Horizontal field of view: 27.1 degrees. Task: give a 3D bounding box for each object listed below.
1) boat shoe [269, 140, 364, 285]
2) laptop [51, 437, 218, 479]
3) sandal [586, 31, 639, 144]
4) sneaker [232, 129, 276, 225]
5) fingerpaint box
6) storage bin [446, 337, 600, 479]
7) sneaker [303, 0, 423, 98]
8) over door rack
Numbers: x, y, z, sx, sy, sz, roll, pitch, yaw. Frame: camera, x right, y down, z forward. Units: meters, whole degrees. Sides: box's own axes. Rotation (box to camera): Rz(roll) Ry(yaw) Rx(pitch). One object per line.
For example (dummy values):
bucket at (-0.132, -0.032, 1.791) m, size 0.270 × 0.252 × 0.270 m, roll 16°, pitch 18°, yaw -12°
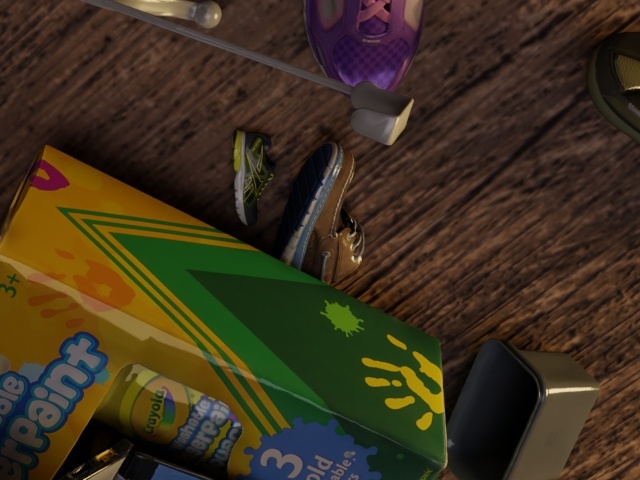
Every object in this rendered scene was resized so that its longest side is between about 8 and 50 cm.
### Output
boat shoe at (0.000, 0.000, 1.100) m, size 0.066 × 0.066 × 0.183 m, roll 14°, pitch 125°, yaw -14°
laptop at (-0.173, 0.364, 0.980) m, size 0.236 × 0.408 × 0.382 m, roll 41°, pitch 124°, yaw 16°
sandal at (0.319, -0.056, 1.068) m, size 0.303 × 0.120 × 0.086 m, roll 35°, pitch 138°, yaw -16°
sneaker at (-0.053, -0.050, 1.086) m, size 0.035 × 0.031 × 0.083 m, roll -3°, pitch 116°, yaw -1°
fingerpaint box at (-0.169, 0.202, 1.101) m, size 0.371 × 0.163 × 0.445 m, roll 28°, pitch 120°, yaw -15°
storage bin at (0.177, 0.154, 1.170) m, size 0.091 × 0.098 × 0.135 m, roll 2°, pitch 119°, yaw -34°
sneaker at (0.041, -0.207, 0.972) m, size 0.095 × 0.104 × 0.236 m, roll 4°, pitch 117°, yaw -6°
over door rack at (-0.038, -0.237, 0.911) m, size 0.324 × 0.108 × 0.239 m, roll 26°, pitch 116°, yaw 20°
